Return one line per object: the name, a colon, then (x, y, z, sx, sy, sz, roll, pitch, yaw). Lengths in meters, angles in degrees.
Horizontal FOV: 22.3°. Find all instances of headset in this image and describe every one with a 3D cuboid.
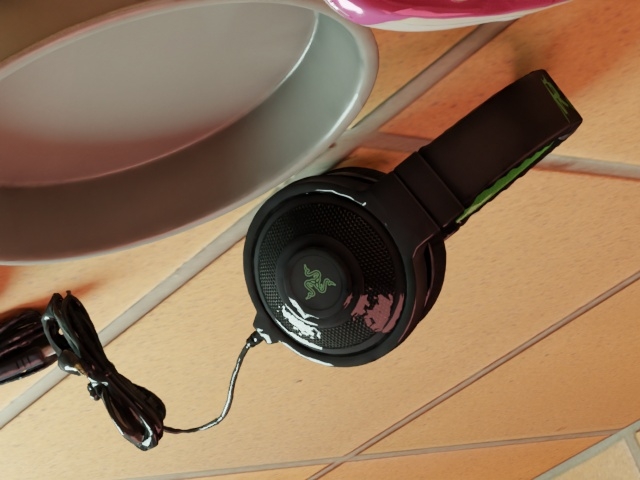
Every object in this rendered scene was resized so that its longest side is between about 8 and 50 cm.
headset: (0.000, 0.000, 1.151, 0.394, 0.185, 0.243, -40, 175, 1)

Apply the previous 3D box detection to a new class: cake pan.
cake pan: (-0.110, -0.078, 0.948, 0.293, 0.054, 0.293, -19, 160, -7)

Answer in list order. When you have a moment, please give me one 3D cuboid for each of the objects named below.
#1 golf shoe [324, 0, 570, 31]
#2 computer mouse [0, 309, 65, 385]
golf shoe: (0.106, -0.167, 0.794, 0.306, 0.115, 0.140, -30, 178, -29)
computer mouse: (-0.282, 0.076, 1.136, 0.188, 0.072, 0.272, -19, 160, -4)
